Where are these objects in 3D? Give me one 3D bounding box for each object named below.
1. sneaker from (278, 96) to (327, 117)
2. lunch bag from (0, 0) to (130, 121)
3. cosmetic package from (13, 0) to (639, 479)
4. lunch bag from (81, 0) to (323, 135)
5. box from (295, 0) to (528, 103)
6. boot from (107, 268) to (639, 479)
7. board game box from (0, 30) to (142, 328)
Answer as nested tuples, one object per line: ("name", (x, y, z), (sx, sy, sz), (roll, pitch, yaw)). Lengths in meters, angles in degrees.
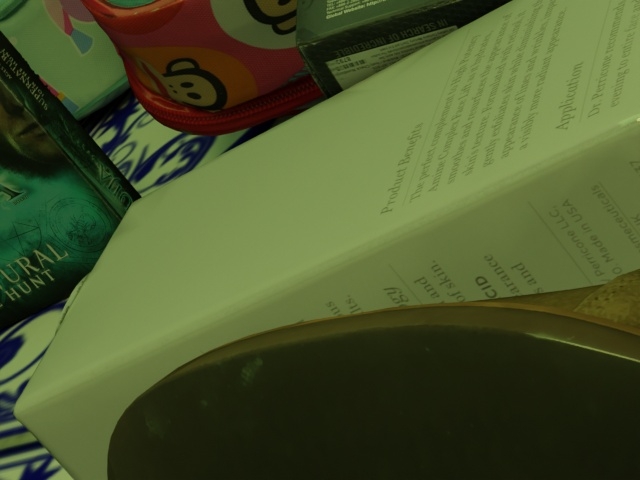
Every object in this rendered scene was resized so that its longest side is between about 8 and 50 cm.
("sneaker", (0.002, -0.100, 0.878), (0.118, 0.042, 0.067), (-53, 21, -15))
("lunch bag", (-0.148, -0.171, 1.171), (0.224, 0.108, 0.279), (-10, 36, 51))
("cosmetic package", (0.029, 0.006, 0.570), (0.231, 0.085, 0.117), (-26, 24, 34))
("lunch bag", (-0.002, -0.207, 0.839), (0.258, 0.120, 0.293), (-24, 50, 6))
("box", (0.108, -0.144, 0.629), (0.232, 0.059, 0.183), (-14, 50, 20))
("boot", (0.102, 0.041, 0.347), (0.305, 0.112, 0.115), (-6, 23, 31))
("board game box", (-0.181, -0.011, 0.880), (0.186, 0.126, 0.026), (-26, 25, 31))
